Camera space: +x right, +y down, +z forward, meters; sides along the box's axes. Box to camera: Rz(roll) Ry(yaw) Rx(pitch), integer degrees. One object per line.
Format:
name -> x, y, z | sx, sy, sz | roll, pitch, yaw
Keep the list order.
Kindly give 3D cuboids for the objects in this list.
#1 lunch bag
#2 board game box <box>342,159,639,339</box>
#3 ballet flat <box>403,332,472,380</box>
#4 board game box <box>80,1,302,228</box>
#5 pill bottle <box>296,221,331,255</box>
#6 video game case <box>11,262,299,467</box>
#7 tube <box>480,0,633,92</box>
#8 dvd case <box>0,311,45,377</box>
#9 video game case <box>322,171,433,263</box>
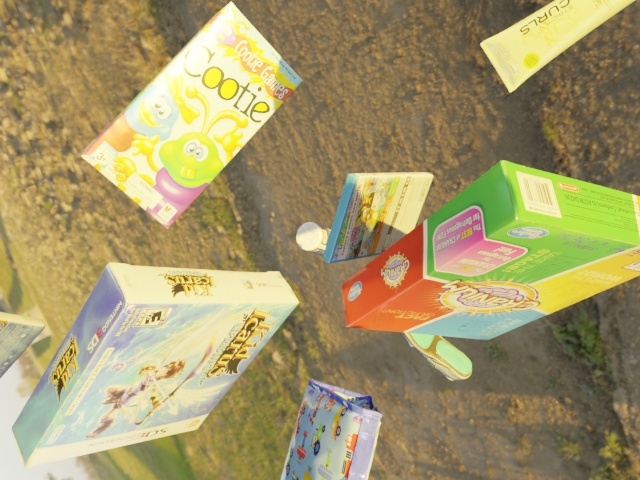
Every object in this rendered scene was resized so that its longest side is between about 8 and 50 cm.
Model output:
lunch bag -> 0.027, 0.371, 0.951 | 0.293, 0.138, 0.221 | 137, 149, -80
board game box -> 0.205, 0.036, 0.678 | 0.316, 0.242, 0.064 | 135, 137, -53
ballet flat -> 0.220, 0.215, 1.176 | 0.213, 0.072, 0.068 | 43, 143, -8
board game box -> -0.183, -0.171, 0.801 | 0.144, 0.275, 0.142 | 43, 171, -22
pill bottle -> 0.000, 0.000, 1.339 | 0.067, 0.120, 0.067 | -6, 77, 28
video game case -> -0.190, 0.146, 0.683 | 0.269, 0.244, 0.061 | -52, 58, 23
tube -> 0.367, -0.327, 0.852 | 0.240, 0.062, 0.070 | -30, 52, 33
dvd case -> -0.561, 0.163, 0.823 | 0.022, 0.180, 0.253 | 48, -171, 30
video game case -> 0.079, -0.033, 0.757 | 0.015, 0.166, 0.119 | 35, 119, 36
